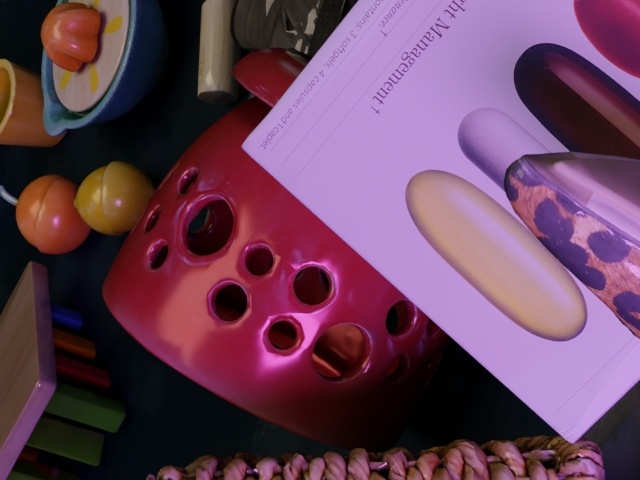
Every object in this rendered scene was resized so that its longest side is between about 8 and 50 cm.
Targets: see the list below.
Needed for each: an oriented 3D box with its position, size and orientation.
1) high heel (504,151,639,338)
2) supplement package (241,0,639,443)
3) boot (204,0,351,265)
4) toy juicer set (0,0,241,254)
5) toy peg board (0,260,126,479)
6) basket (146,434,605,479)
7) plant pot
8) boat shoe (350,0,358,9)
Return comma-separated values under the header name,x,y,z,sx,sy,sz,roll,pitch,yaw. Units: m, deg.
name,x,y,z,sx,sy,sz,roll,pitch,yaw
high heel,0.130,0.076,0.733,0.186,0.261,0.093,-46,30,27
supplement package,0.116,-0.061,0.823,0.203,0.149,0.194,41,121,3
boot,-0.018,-0.109,1.173,0.247,0.083,0.161,-62,31,10
toy juicer set,-0.158,-0.117,1.338,0.329,0.089,0.209,-41,49,38
toy peg board,-0.213,0.131,1.363,0.161,0.079,0.161,-58,24,23
basket,0.049,0.253,0.898,0.223,0.213,0.299,-5,78,13
plant pot,0.000,0.000,1.017,0.174,0.191,0.191,-60,39,8
boat shoe,0.057,-0.171,0.940,0.103,0.285,0.092,40,74,15
